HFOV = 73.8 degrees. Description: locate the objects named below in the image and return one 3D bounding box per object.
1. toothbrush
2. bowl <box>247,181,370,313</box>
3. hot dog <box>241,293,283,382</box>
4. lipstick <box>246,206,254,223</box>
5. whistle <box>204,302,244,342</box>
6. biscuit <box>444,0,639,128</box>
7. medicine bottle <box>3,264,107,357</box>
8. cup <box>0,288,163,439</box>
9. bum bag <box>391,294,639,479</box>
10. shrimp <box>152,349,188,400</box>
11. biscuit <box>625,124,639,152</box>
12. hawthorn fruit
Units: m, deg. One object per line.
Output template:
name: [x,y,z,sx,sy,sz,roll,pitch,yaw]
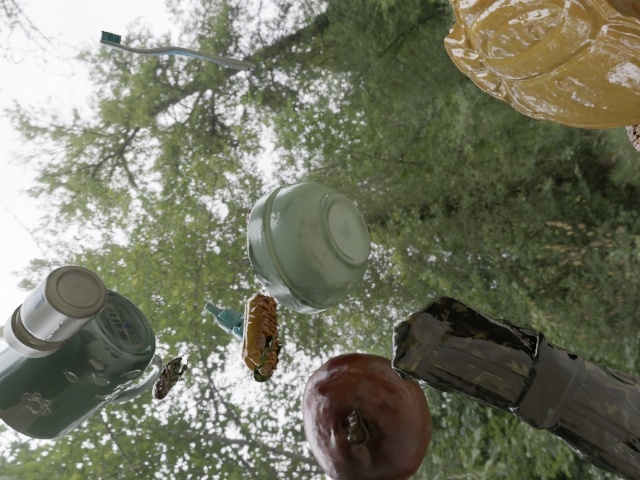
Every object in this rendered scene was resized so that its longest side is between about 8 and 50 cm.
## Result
toothbrush: [-0.150,-0.202,0.464,0.162,0.014,0.017,4,-87,-23]
bowl: [0.000,0.000,0.968,0.307,0.163,0.307,29,-130,-40]
hot dog: [-0.090,0.146,0.673,0.188,0.055,0.072,-104,-7,-62]
lipstick: [-0.119,-0.053,1.361,0.073,0.280,0.073,-22,-61,-48]
whistle: [-0.280,0.297,1.482,0.093,0.274,0.186,-57,-1,-8]
biscuit: [0.319,-0.266,0.603,0.057,0.351,0.312,-58,-3,-2]
medicine bottle: [-0.456,0.123,0.735,0.105,0.168,0.105,39,-151,-27]
cup: [-0.536,0.297,1.037,0.356,0.274,0.259,47,-172,-47]
bum bag: [0.181,0.120,0.366,0.102,0.248,0.069,-62,-4,-29]
shrimp: [-0.512,0.457,1.467,0.074,0.073,0.190,85,-153,-44]
biscuit: [0.544,-0.188,0.614,0.027,0.188,0.187,-19,-83,-32]
hawthorn fruit: [0.072,0.277,0.669,0.249,0.215,0.215,60,-154,-71]
